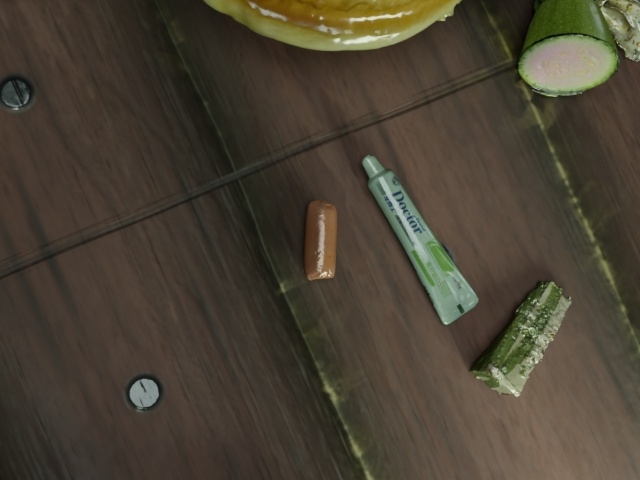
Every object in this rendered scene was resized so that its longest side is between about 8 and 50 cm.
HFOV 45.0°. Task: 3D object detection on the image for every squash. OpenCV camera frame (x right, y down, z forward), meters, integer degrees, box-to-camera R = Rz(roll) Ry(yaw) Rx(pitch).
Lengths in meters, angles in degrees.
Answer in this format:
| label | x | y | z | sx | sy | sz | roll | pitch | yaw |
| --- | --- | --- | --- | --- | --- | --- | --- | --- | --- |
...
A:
| label | x | y | z | sx | sy | sz | roll | pitch | yaw |
| --- | --- | --- | --- | --- | --- | --- | --- | --- | --- |
| squash | 0.268 | -0.239 | 0.839 | 0.105 | 0.105 | 0.132 | 11 | 65 | -6 |

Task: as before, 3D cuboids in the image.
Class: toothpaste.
| label | x | y | z | sx | sy | sz | roll | pitch | yaw |
| --- | --- | --- | --- | --- | --- | --- | --- | --- | --- |
| toothpaste | 0.100 | -0.005 | 0.815 | 0.048 | 0.029 | 0.197 | -32 | 92 | -9 |

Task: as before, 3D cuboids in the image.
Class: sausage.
| label | x | y | z | sx | sy | sz | roll | pitch | yaw |
| --- | --- | --- | --- | --- | --- | --- | --- | --- | --- |
| sausage | 0.000 | 0.000 | 0.798 | 0.034 | 0.034 | 0.083 | 3 | 83 | -7 |

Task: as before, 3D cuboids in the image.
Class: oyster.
| label | x | y | z | sx | sy | sz | roll | pitch | yaw |
| --- | --- | --- | --- | --- | --- | --- | --- | --- | --- |
| oyster | 0.337 | -0.241 | 0.875 | 0.081 | 0.038 | 0.083 | -13 | 116 | 16 |

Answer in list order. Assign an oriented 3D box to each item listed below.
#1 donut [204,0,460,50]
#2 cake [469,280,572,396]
| label | x | y | z | sx | sy | sz | roll | pitch | yaw |
| --- | --- | --- | --- | --- | --- | --- | --- | --- | --- |
| donut | 0.023 | -0.404 | 0.759 | 0.449 | 0.198 | 0.449 | 1 | 86 | -8 |
| cake | 0.214 | 0.104 | 0.821 | 0.051 | 0.055 | 0.140 | 41 | 64 | -1 |
